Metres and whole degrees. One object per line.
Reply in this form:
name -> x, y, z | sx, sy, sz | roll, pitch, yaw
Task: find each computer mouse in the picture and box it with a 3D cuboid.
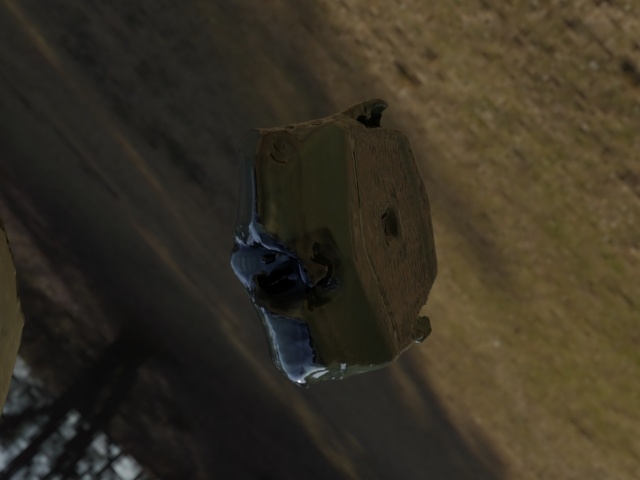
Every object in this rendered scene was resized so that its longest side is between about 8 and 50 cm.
computer mouse -> -0.004, 0.001, 1.336 | 0.429, 0.145, 0.228 | -28, -72, -74

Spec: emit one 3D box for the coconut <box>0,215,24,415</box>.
coconut -> -0.206, 0.005, 0.461 | 0.237, 0.197, 0.237 | 49, 170, 11
